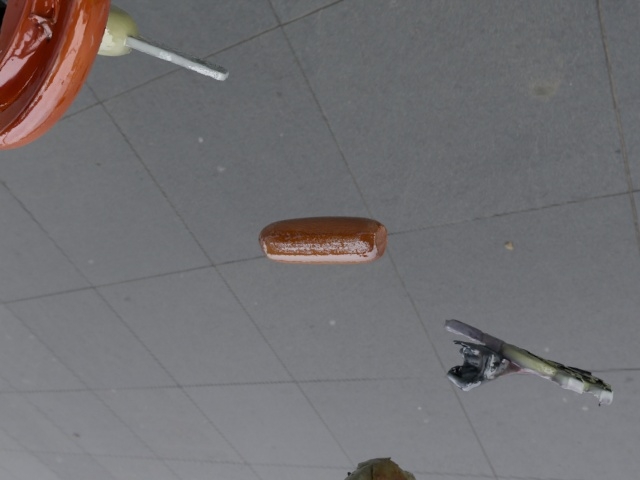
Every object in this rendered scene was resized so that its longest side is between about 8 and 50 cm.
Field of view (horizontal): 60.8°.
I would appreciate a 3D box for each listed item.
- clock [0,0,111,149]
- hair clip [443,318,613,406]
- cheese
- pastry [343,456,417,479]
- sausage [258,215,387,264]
[{"bbox_3d":[-0.234,-0.170,0.418,0.205,0.205,0.051,-15,162,32],"label":"clock"},{"bbox_3d":[0.216,0.133,0.582,0.187,0.056,0.146,11,-176,-28],"label":"hair clip"},{"bbox_3d":[-0.223,-0.224,0.588,0.255,0.127,0.050,20,111,-9],"label":"cheese"},{"bbox_3d":[0.086,0.385,0.761,0.153,0.153,0.081,36,131,-11],"label":"pastry"},{"bbox_3d":[0.000,0.000,0.819,0.197,0.076,0.076,-2,129,18],"label":"sausage"}]
